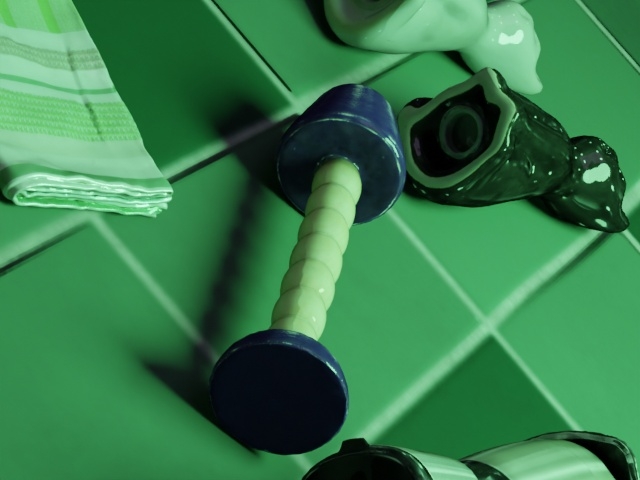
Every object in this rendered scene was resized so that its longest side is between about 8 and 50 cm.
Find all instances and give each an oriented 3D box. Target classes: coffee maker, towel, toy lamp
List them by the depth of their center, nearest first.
[{"bbox_3d":[0.083,0.174,0.907,0.178,0.120,0.171,1,53,-50],"label":"coffee maker"},{"bbox_3d":[-0.146,-0.080,1.015,0.113,0.023,0.152,5,50,-49],"label":"towel"},{"bbox_3d":[0.000,0.000,1.049,0.080,0.080,0.275,38,31,-15],"label":"toy lamp"}]

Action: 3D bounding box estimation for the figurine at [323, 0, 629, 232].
[{"bbox_3d":[0.116,-0.104,1.323,0.209,0.092,0.215,18,40,-52],"label":"figurine"}]
